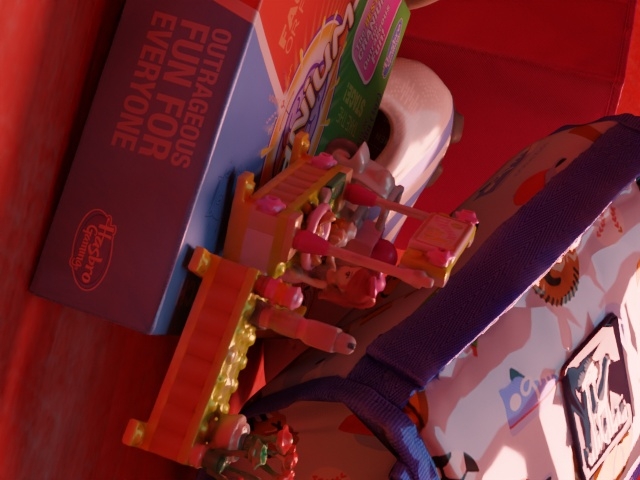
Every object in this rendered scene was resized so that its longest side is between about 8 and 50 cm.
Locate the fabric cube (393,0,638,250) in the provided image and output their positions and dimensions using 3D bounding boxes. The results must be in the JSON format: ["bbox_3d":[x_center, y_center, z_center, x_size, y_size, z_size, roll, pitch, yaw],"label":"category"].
[{"bbox_3d":[0.151,-0.146,1.201,0.259,0.258,0.254,-67,167,-46],"label":"fabric cube"}]

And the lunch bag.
[{"bbox_3d":[0.095,0.124,0.855,0.328,0.239,0.385,-40,158,-35],"label":"lunch bag"}]

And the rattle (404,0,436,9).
[{"bbox_3d":[0.041,-0.230,0.899,0.142,0.199,0.130,30,61,-36],"label":"rattle"}]

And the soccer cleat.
[{"bbox_3d":[0.000,0.000,1.033,0.143,0.116,0.331,6,109,-47],"label":"soccer cleat"}]

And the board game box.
[{"bbox_3d":[-0.035,-0.066,0.701,0.316,0.064,0.242,20,88,-78],"label":"board game box"}]

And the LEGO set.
[{"bbox_3d":[-0.003,0.048,0.598,0.132,0.107,0.287,96,17,-44],"label":"LEGO set"}]
